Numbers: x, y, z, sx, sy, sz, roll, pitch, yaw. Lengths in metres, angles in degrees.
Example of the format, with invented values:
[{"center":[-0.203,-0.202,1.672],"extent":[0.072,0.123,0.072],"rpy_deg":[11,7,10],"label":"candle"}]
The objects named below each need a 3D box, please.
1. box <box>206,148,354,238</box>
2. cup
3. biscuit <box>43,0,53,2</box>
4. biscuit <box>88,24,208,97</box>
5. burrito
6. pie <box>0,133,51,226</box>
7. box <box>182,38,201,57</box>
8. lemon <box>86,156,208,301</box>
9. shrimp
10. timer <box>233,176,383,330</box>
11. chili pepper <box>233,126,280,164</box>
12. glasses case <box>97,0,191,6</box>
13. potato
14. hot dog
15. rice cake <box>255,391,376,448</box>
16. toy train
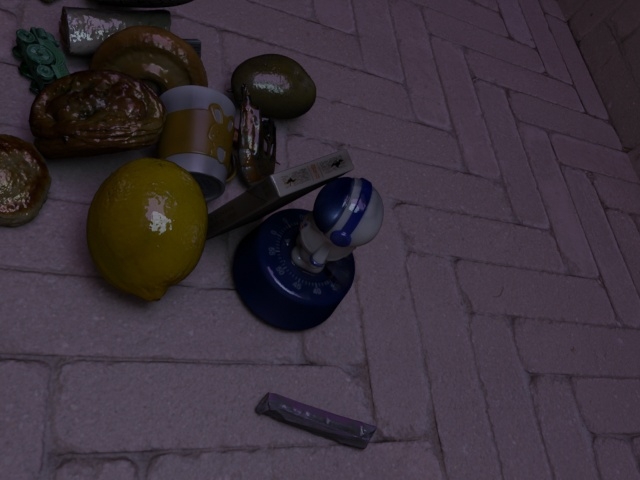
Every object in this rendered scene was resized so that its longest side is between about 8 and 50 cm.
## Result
[{"center":[-0.114,-0.086,1.180],"extent":[0.204,0.365,0.051],"rpy_deg":[-25,93,-39],"label":"box"},{"center":[-0.273,-0.207,1.305],"extent":[0.241,0.185,0.226],"rpy_deg":[33,48,-51],"label":"cup"},{"center":[-0.736,-0.691,1.409],"extent":[0.231,0.025,0.131],"rpy_deg":[38,47,-5],"label":"biscuit"},{"center":[-0.398,-0.390,1.321],"extent":[0.274,0.213,0.091],"rpy_deg":[10,32,-17],"label":"biscuit"},{"center":[-0.487,-0.521,1.389],"extent":[0.299,0.105,0.143],"rpy_deg":[-17,42,-37],"label":"burrito"},{"center":[-0.632,-0.122,1.081],"extent":[0.205,0.084,0.179],"rpy_deg":[15,55,-26],"label":"pie"},{"center":[-0.386,-0.447,1.409],"extent":[0.177,0.115,0.036],"rpy_deg":[-14,42,-37],"label":"box"},{"center":[-0.336,-0.030,1.102],"extent":[0.235,0.236,0.263],"rpy_deg":[11,46,-25],"label":"lemon"},{"center":[-0.148,-0.253,1.395],"extent":[0.145,0.059,0.255],"rpy_deg":[-2,91,-57],"label":"shrimp"},{"center":[0.000,0.000,1.180],"extent":[0.270,0.383,0.271],"rpy_deg":[15,55,-22],"label":"timer"},{"center":[-0.180,-0.243,1.457],"extent":[0.178,0.027,0.045],"rpy_deg":[29,56,-14],"label":"chili pepper"},{"center":[-0.447,-0.616,1.377],"extent":[0.354,0.085,0.137],"rpy_deg":[19,26,36],"label":"glasses case"},{"center":[-0.133,-0.413,1.510],"extent":[0.251,0.159,0.174],"rpy_deg":[-8,42,-24],"label":"potato"},{"center":[-0.465,-0.256,1.171],"extent":[0.272,0.122,0.196],"rpy_deg":[-5,64,1],"label":"hot dog"},{"center":[-0.003,0.373,1.163],"extent":[0.269,0.055,0.049],"rpy_deg":[22,48,-14],"label":"rice cake"},{"center":[-0.622,-0.405,1.273],"extent":[0.104,0.071,0.178],"rpy_deg":[-18,73,-45],"label":"toy train"}]
